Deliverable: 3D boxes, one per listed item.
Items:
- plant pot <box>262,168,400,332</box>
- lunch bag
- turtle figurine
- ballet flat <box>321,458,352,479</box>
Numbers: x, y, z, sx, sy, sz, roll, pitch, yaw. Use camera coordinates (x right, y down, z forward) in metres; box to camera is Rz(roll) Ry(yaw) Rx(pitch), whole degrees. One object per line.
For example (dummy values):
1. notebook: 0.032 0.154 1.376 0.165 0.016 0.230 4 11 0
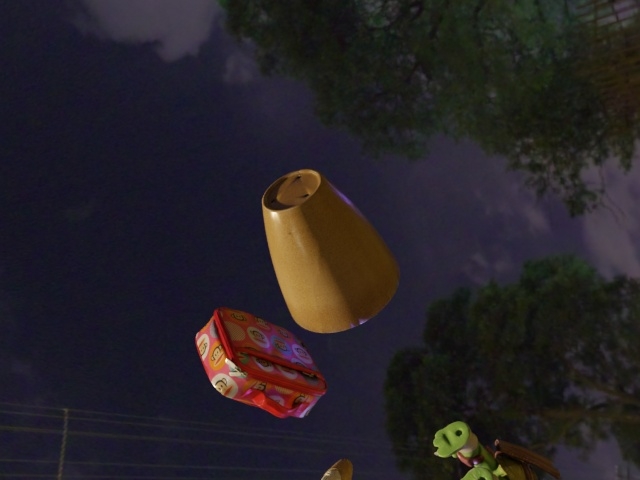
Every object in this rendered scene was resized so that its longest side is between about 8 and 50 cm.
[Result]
1. plant pot: 0.000 0.000 1.099 0.237 0.237 0.254 -57 -45 -35
2. lunch bag: -0.130 0.294 1.347 0.293 0.258 0.120 28 -72 -38
3. turtle figurine: 0.274 0.452 1.062 0.266 0.274 0.198 45 -132 -40
4. ballet flat: 0.017 0.714 1.645 0.232 0.080 0.073 -59 -42 -23
